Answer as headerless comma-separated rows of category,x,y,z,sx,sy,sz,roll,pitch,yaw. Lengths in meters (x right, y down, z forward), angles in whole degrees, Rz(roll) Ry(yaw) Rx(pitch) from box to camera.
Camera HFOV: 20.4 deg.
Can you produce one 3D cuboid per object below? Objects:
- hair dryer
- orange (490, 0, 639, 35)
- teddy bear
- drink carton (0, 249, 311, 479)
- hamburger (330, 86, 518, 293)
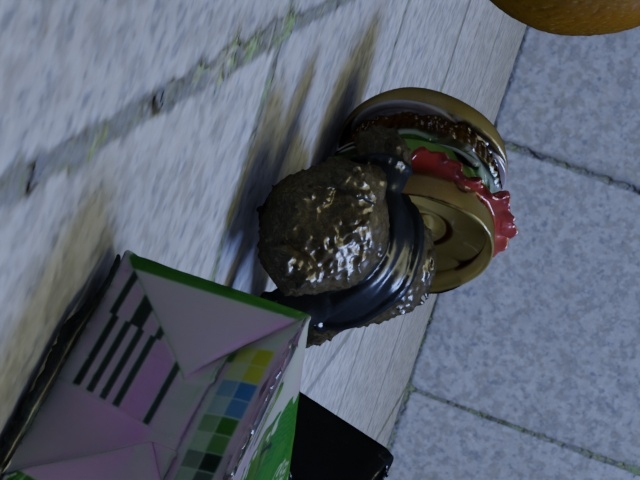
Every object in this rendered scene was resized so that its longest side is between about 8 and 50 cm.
hair dryer,-0.055,0.234,1.405,0.255,0.128,0.070,-53,166,-28
orange,0.200,-0.283,1.368,0.264,0.264,0.264,20,90,-82
teddy bear,0.020,0.007,1.270,0.251,0.129,0.182,65,43,-80
drink carton,-0.087,0.135,0.948,0.271,0.108,0.161,99,16,-58
hamburger,0.078,-0.048,1.462,0.175,0.175,0.137,99,2,-54
